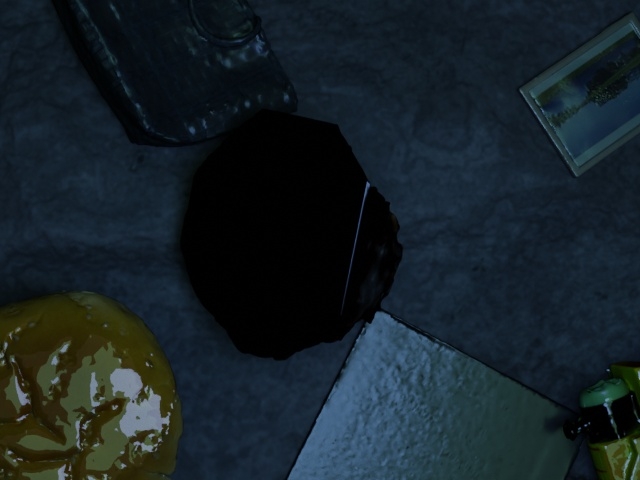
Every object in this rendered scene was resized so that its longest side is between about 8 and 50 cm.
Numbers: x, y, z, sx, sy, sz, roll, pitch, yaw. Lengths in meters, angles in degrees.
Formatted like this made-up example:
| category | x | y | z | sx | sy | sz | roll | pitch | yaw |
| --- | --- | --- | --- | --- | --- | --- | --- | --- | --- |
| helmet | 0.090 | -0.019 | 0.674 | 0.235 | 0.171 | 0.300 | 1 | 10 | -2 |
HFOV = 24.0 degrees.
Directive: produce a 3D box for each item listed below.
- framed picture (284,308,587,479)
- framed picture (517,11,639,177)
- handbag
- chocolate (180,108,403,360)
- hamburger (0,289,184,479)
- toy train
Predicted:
| category | x | y | z | sx | sy | sz | roll | pitch | yaw |
| --- | --- | --- | --- | --- | --- | --- | --- | --- | --- |
| framed picture | 0.087 | 0.271 | 1.478 | 0.255 | 0.014 | 0.339 | 28 | 83 | -7 |
| framed picture | 0.288 | -0.149 | 1.532 | 0.149 | 0.011 | 0.109 | -35 | 93 | -10 |
| handbag | -0.147 | -0.210 | 1.432 | 0.175 | 0.088 | 0.270 | -29 | 92 | -17 |
| chocolate | 0.000 | 0.000 | 1.433 | 0.177 | 0.206 | 0.224 | 5 | 98 | -53 |
| hamburger | -0.245 | 0.158 | 1.351 | 0.244 | 0.163 | 0.244 | 0 | 89 | -9 |
| toy train | 0.340 | 0.254 | 1.477 | 0.160 | 0.100 | 0.296 | -16 | 90 | -8 |
